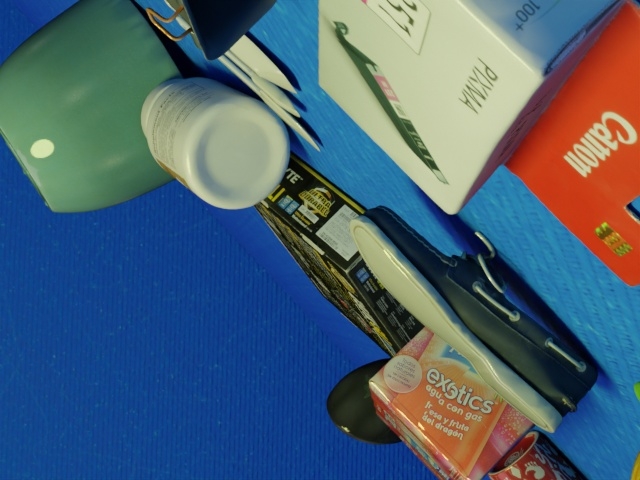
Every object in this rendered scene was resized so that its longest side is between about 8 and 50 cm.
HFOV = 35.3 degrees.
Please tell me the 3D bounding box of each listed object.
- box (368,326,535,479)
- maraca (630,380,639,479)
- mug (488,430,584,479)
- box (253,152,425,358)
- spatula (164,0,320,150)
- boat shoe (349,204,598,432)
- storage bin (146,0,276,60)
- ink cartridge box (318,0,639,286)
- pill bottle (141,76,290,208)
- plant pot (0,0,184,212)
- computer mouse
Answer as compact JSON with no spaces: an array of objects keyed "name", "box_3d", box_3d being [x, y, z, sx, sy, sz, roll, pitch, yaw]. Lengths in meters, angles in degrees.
[{"name":"box","box_3d":[0.157,0.170,1.085,0.142,0.154,0.300,44,171,15]},{"name":"maraca","box_3d":[0.271,0.179,0.724,0.127,0.099,0.186,53,-164,-32]},{"name":"mug","box_3d":[0.311,0.354,1.379,0.169,0.113,0.150,50,171,0]},{"name":"box","box_3d":[0.040,0.036,1.316,0.257,0.079,0.322,38,169,41]},{"name":"spatula","box_3d":[-0.096,-0.201,1.054,0.242,0.019,0.168,44,178,23]},{"name":"boat shoe","box_3d":[0.134,0.055,0.873,0.254,0.079,0.095,44,170,3]},{"name":"storage bin","box_3d":[-0.093,-0.197,0.698,0.091,0.098,0.135,42,173,12]},{"name":"ink cartridge box","box_3d":[0.100,-0.061,0.526,0.239,0.060,0.275,47,173,7]},{"name":"pill bottle","box_3d":[-0.139,-0.128,1.223,0.131,0.131,0.229,51,172,-30]},{"name":"plant pot","box_3d":[-0.327,-0.175,1.419,0.293,0.235,0.293,51,166,19]},{"name":"computer mouse","box_3d":[0.121,0.204,1.417,0.272,0.072,0.188,-11,-138,-46]}]
